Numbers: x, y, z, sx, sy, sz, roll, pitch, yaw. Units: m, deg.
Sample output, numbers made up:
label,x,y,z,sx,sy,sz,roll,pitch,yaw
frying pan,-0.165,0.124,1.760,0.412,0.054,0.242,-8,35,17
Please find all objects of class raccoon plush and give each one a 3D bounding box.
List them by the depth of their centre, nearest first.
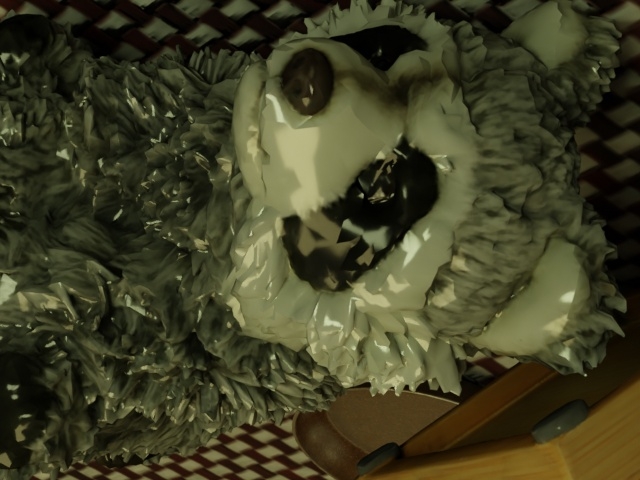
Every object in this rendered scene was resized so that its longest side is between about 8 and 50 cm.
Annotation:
label,x,y,z,sx,sy,sz,roll,pitch,yaw
raccoon plush,0.000,0.000,0.882,0.299,0.216,0.446,-4,175,9

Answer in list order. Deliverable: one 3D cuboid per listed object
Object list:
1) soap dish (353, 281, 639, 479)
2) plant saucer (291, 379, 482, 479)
label,x,y,z,sx,sy,sz,roll,pitch,yaw
soap dish,0.148,0.094,0.800,0.118,0.229,0.291,58,159,0
plant saucer,0.067,0.123,1.114,0.168,0.029,0.168,12,148,8
